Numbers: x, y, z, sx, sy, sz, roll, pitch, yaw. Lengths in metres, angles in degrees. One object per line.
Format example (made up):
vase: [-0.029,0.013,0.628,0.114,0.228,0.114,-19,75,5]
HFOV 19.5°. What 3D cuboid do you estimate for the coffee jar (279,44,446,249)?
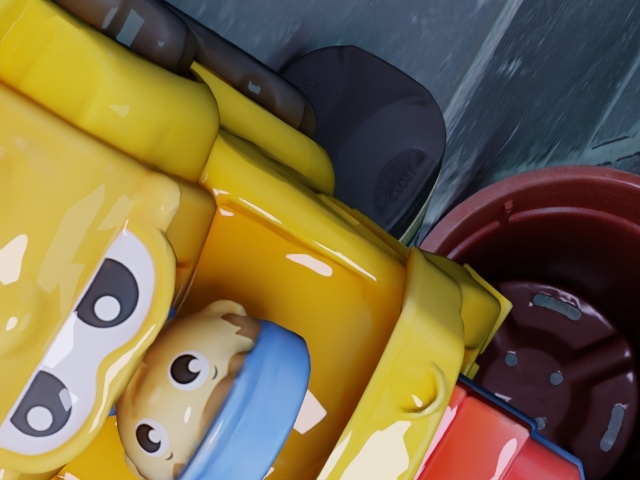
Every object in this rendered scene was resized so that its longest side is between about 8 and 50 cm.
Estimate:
coffee jar: [0.000,0.000,0.792,0.096,0.079,0.184,-53,167,-24]

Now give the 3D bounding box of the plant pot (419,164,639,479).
plant pot: [0.174,0.104,1.413,0.272,0.272,0.265,-56,177,-11]

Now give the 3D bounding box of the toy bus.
toy bus: [-0.024,0.037,0.462,0.149,0.211,0.220,-57,167,2]
